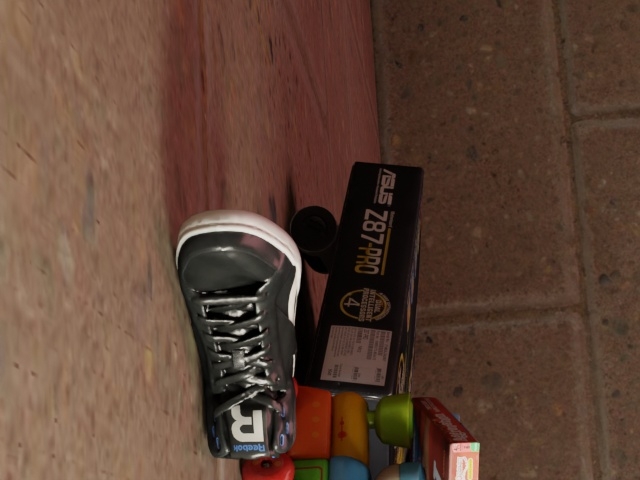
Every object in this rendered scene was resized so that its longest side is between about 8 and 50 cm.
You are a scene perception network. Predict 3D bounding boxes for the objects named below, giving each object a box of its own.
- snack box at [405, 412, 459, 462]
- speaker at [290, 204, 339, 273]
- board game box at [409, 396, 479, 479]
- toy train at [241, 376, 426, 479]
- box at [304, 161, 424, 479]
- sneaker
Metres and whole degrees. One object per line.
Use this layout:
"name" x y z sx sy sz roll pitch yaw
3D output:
"snack box" 0.109 0.385 1.605 0.187 0.060 0.322 -76 177 -68
"speaker" 0.000 0.000 1.549 0.136 0.055 0.055 63 23 -77
"board game box" 0.099 0.285 1.116 0.145 0.027 0.281 -143 -126 -78
"toy train" 0.016 0.149 1.139 0.248 0.143 0.105 -88 171 -49
"box" 0.052 0.151 1.470 0.395 0.097 0.318 -77 171 -53
"sneaker" -0.047 0.078 0.892 0.217 0.079 0.121 78 8 -60
